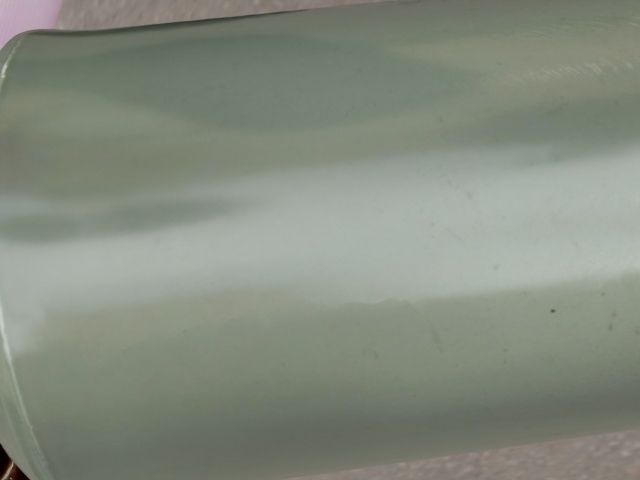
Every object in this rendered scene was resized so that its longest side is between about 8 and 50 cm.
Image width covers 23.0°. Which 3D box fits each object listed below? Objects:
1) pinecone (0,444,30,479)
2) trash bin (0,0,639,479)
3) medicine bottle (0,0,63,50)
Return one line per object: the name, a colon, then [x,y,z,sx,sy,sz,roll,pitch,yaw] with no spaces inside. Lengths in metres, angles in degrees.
pinecone: [-0.338,0.177,1.458,0.207,0.208,0.208,4,76,-15]
trash bin: [0.000,0.000,0.892,0.432,0.280,0.280,-7,77,9]
medicine bottle: [-0.385,-0.164,1.598,0.202,0.316,0.202,17,29,-10]
